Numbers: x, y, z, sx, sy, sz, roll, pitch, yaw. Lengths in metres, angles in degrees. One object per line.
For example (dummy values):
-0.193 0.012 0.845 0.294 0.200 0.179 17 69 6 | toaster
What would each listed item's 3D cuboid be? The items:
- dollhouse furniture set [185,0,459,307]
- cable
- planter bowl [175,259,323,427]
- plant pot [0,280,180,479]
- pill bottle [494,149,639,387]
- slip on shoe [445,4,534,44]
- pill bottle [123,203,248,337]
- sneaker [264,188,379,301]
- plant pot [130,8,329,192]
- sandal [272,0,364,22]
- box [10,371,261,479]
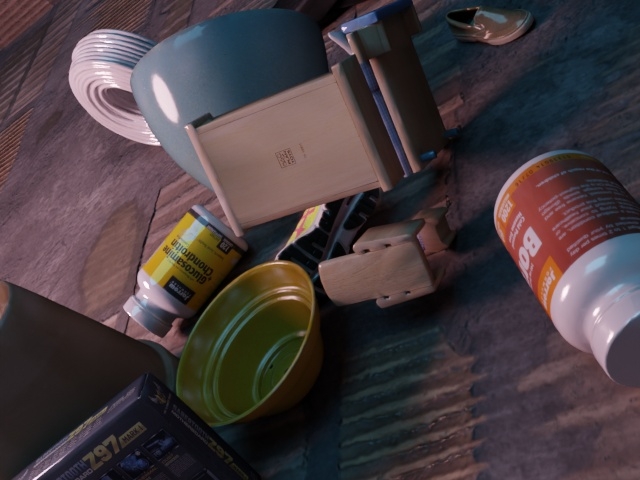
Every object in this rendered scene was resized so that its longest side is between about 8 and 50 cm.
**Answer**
0.037 -0.105 1.047 0.198 0.286 0.303 -16 16 29 | dollhouse furniture set
-0.338 -0.276 1.608 0.257 0.257 0.089 -7 57 45 | cable
-0.063 0.137 1.033 0.217 0.090 0.217 -29 39 26 | planter bowl
-0.355 0.209 1.095 0.323 0.280 0.323 -27 36 21 | plant pot
0.243 0.021 0.770 0.121 0.121 0.216 -39 34 15 | pill bottle
0.224 -0.295 1.178 0.051 0.041 0.135 -56 34 -10 | slip on shoe
-0.197 0.046 1.265 0.184 0.103 0.103 -51 33 -3 | pill bottle
0.000 0.000 1.124 0.208 0.081 0.094 -53 12 -1 | sneaker
-0.108 -0.173 1.271 0.290 0.290 0.195 -25 77 32 | plant pot
0.058 -0.464 1.503 0.446 0.107 0.167 -37 34 39 | sandal
-0.209 0.278 0.954 0.233 0.183 0.059 -40 18 13 | box
